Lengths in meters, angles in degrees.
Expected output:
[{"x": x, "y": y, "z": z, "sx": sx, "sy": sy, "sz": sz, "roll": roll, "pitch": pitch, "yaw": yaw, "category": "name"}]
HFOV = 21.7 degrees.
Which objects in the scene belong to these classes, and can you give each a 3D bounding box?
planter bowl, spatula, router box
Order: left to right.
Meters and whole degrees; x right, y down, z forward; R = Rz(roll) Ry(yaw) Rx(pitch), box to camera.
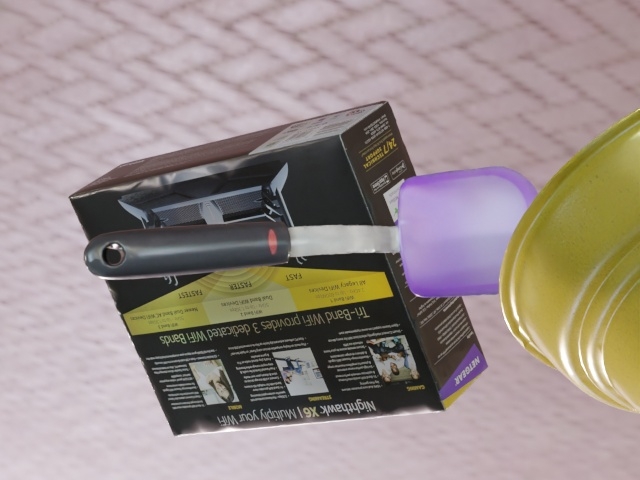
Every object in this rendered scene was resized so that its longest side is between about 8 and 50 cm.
[{"x": -0.040, "y": 0.033, "z": 1.408, "sx": 0.309, "sy": 0.081, "sz": 0.242, "roll": -9, "pitch": 108, "yaw": 38, "category": "router box"}, {"x": 0.000, "y": 0.000, "z": 1.047, "sx": 0.297, "sy": 0.084, "sz": 0.030, "roll": -3, "pitch": 173, "yaw": -16, "category": "spatula"}, {"x": 0.188, "y": 0.029, "z": 0.666, "sx": 0.217, "sy": 0.090, "sz": 0.217, "roll": -10, "pitch": 143, "yaw": -7, "category": "planter bowl"}]
